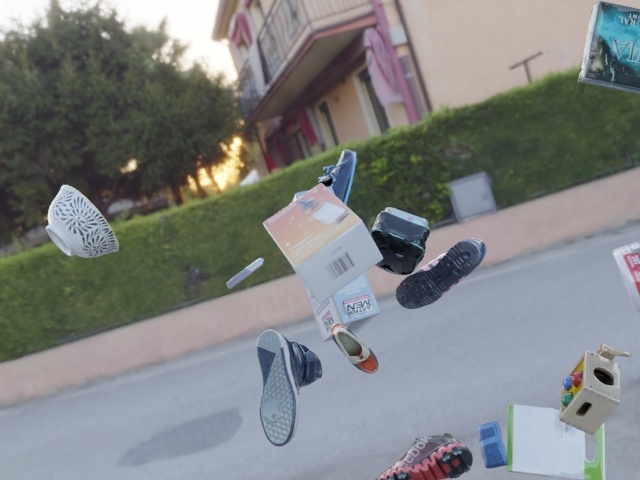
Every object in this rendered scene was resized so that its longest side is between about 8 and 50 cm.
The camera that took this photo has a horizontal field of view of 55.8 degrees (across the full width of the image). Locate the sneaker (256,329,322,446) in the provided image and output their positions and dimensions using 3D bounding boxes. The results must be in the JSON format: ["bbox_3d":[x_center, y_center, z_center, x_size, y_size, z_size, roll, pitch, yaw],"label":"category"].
[{"bbox_3d":[-0.053,0.307,1.228,0.086,0.226,0.163,-18,-30,22],"label":"sneaker"}]

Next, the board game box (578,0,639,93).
[{"bbox_3d":[0.515,-0.298,0.961,0.186,0.126,0.026,10,2,-2],"label":"board game box"}]

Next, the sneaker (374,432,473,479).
[{"bbox_3d":[0.261,0.597,1.605,0.276,0.097,0.135,-27,17,1],"label":"sneaker"}]

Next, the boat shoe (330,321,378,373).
[{"bbox_3d":[0.071,0.222,1.219,0.049,0.137,0.043,-41,15,-3],"label":"boat shoe"}]

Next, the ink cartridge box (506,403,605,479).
[{"bbox_3d":[0.668,0.577,1.723,0.255,0.188,0.097,0,-17,21],"label":"ink cartridge box"}]

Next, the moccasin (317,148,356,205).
[{"bbox_3d":[0.045,-0.189,2.083,0.117,0.342,0.137,15,-36,0],"label":"moccasin"}]

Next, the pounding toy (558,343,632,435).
[{"bbox_3d":[0.636,0.307,1.409,0.094,0.181,0.206,23,38,10],"label":"pounding toy"}]

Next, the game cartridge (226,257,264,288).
[{"bbox_3d":[-0.151,0.066,1.193,0.083,0.017,0.056,-36,4,42],"label":"game cartridge"}]

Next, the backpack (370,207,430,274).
[{"bbox_3d":[0.222,0.008,1.737,0.166,0.188,0.144,19,50,9],"label":"backpack"}]

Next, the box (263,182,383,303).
[{"bbox_3d":[0.000,0.000,1.011,0.130,0.091,0.170,-36,35,-4],"label":"box"}]

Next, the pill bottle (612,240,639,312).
[{"bbox_3d":[0.833,0.048,1.365,0.283,0.161,0.161,-23,4,22],"label":"pill bottle"}]

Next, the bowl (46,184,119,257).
[{"bbox_3d":[-0.497,-0.021,1.221,0.080,0.170,0.170,-43,18,-29],"label":"bowl"}]

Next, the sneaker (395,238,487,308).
[{"bbox_3d":[0.368,0.103,1.809,0.319,0.112,0.131,-37,-12,34],"label":"sneaker"}]

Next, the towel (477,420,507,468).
[{"bbox_3d":[0.473,0.565,1.670,0.067,0.029,0.119,-24,46,22],"label":"towel"}]

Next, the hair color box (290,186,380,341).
[{"bbox_3d":[0.019,0.065,1.637,0.114,0.374,0.185,-13,-20,-21],"label":"hair color box"}]
